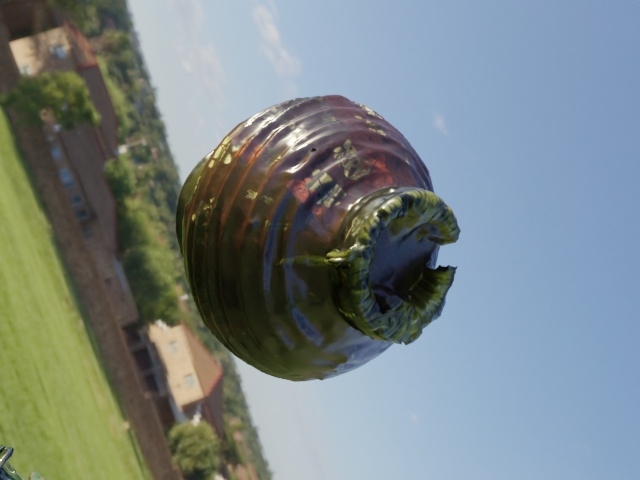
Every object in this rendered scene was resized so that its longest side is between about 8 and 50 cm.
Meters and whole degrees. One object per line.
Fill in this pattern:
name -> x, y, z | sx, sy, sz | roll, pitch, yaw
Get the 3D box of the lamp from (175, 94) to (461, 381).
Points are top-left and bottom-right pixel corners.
lamp -> 0.000, 0.000, 0.784 | 0.247, 0.247, 0.247 | 161, -90, -82

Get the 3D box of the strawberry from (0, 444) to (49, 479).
strawberry -> -0.212, 0.211, 0.602 | 0.085, 0.140, 0.192 | 20, -26, 27
